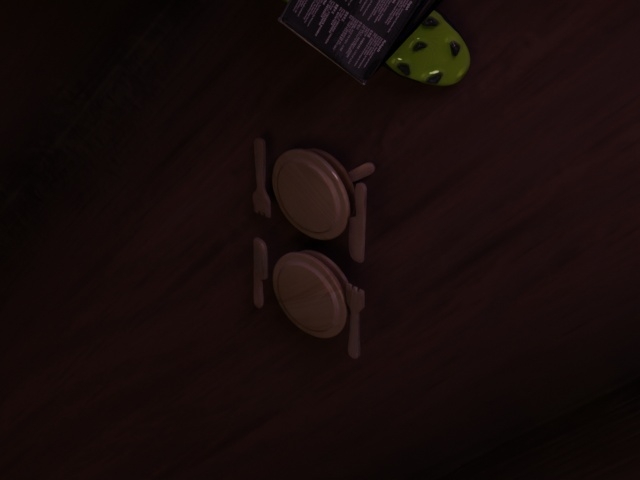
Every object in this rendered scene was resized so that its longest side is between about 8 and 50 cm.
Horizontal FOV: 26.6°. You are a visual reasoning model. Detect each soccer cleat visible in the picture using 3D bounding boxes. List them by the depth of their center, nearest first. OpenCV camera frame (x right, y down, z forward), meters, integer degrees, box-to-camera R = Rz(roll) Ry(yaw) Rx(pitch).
[{"bbox_3d":[0.036,-0.177,1.020,0.179,0.072,0.060,28,115,-17],"label":"soccer cleat"}]

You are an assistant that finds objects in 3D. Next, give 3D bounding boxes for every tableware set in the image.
[{"bbox_3d":[0.000,0.000,1.208,0.128,0.039,0.194,26,131,31],"label":"tableware set"}]

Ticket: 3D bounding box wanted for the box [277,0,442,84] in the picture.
[{"bbox_3d":[0.068,-0.215,0.896,0.077,0.147,0.180,38,137,2],"label":"box"}]
